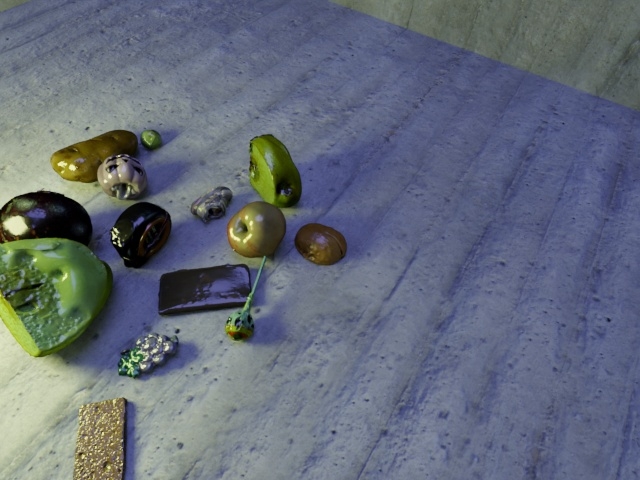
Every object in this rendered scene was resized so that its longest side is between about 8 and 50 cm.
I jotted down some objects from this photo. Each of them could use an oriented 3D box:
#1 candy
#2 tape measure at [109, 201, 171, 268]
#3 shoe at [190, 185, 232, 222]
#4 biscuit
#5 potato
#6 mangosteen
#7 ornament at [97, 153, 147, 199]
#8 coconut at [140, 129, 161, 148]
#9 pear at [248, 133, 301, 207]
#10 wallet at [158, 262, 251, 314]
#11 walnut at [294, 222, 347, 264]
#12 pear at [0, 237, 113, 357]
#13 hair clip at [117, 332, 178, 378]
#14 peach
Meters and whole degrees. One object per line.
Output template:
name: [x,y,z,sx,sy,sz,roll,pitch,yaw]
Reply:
candy: [-0.234,0.183,1.388,0.091,0.083,0.305,26,62,-21]
tape measure: [-0.629,-0.030,1.471,0.135,0.202,0.222,28,61,12]
shoe: [-0.412,-0.139,1.640,0.180,0.089,0.092,-34,61,-23]
biscuit: [-0.597,0.553,1.142,0.131,0.025,0.230,-8,55,-9]
potato: [-0.909,-0.352,1.726,0.176,0.196,0.369,53,49,-11]
mangosteen: [-0.929,-0.028,1.415,0.289,0.287,0.287,2,53,-3]
ornament: [-0.770,-0.241,1.636,0.178,0.177,0.177,2,53,-3]
coconut: [-0.749,-0.447,1.848,0.088,0.087,0.096,-13,47,-14]
pear: [-0.165,-0.265,1.661,0.164,0.238,0.255,-22,56,-27]
wallet: [-0.394,0.167,1.439,0.310,0.042,0.165,-7,55,-9]
walnut: [-0.002,-0.002,1.570,0.212,0.087,0.167,24,59,14]
pear: [-0.811,0.150,1.295,0.318,0.239,0.342,-33,92,-43]
hair clip: [-0.532,0.350,1.295,0.196,0.052,0.124,-28,50,-14]
peach: [-0.215,-0.036,1.514,0.233,0.232,0.232,2,53,-3]
